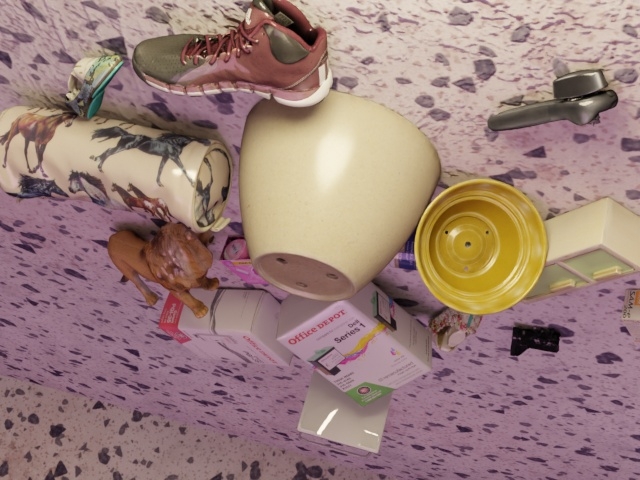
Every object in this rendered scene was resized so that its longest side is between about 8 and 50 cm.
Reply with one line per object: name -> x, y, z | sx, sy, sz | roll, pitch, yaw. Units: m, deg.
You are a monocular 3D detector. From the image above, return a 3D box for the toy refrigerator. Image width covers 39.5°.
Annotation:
toy refrigerator -> 0.403, 0.027, 1.479 | 0.102, 0.094, 0.269 | 28, 152, -22

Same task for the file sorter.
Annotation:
file sorter -> 0.069, 0.365, 2.161 | 0.193, 0.278, 0.173 | 16, 159, 2

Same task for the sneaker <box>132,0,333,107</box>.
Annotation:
sneaker -> -0.119, -0.275, 1.199 | 0.281, 0.106, 0.162 | 5, 149, 0

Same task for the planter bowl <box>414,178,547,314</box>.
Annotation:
planter bowl -> 0.251, 0.008, 1.457 | 0.217, 0.217, 0.090 | 20, -179, -7

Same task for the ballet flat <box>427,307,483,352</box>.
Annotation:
ballet flat -> 0.279, 0.196, 1.917 | 0.091, 0.077, 0.241 | 16, 155, -1

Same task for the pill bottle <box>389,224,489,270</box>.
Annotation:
pill bottle -> 0.208, 0.010, 1.558 | 0.169, 0.094, 0.094 | 6, 153, 12

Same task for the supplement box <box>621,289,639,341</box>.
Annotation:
supplement box -> 0.583, 0.138, 1.631 | 0.036, 0.062, 0.098 | 0, 149, 35

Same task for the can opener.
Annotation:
can opener -> 0.307, -0.176, 1.189 | 0.059, 0.073, 0.186 | -14, -178, -40

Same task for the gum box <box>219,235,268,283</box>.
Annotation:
gum box -> -0.100, 0.040, 1.844 | 0.188, 0.062, 0.107 | -2, 149, 35

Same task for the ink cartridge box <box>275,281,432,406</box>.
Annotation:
ink cartridge box -> 0.072, 0.202, 1.892 | 0.201, 0.117, 0.278 | -34, 119, 30

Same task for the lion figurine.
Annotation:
lion figurine -> -0.363, 0.042, 1.929 | 0.392, 0.142, 0.240 | 2, 144, 36

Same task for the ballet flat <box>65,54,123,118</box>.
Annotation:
ballet flat -> -0.370, -0.254, 1.422 | 0.070, 0.070, 0.188 | 26, 150, -18

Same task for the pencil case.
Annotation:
pencil case -> -0.358, -0.121, 1.560 | 0.410, 0.160, 0.183 | 11, 138, 11

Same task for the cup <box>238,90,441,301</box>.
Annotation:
cup -> 0.005, -0.045, 1.411 | 0.331, 0.237, 0.331 | 13, 154, 7

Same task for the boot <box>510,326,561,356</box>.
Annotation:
boot -> 0.456, 0.220, 1.899 | 0.099, 0.045, 0.121 | 7, 153, 12

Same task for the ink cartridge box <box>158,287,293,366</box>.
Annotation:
ink cartridge box -> -0.221, 0.211, 2.201 | 0.283, 0.117, 0.207 | 0, 150, 31
